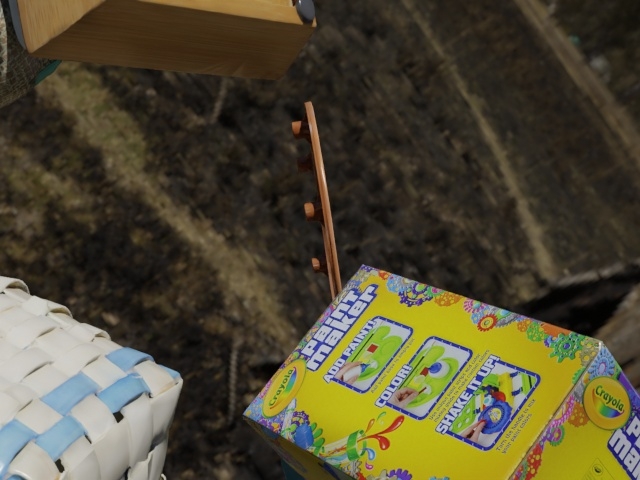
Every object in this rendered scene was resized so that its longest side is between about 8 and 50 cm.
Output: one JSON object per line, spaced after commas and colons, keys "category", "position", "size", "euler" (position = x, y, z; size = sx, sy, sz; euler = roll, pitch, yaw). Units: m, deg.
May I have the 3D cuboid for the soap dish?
{"category": "soap dish", "position": [-0.136, -0.265, 0.996], "size": [0.291, 0.118, 0.229], "euler": [-4, 80, -49]}

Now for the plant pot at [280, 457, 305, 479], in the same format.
{"category": "plant pot", "position": [0.088, 0.296, 1.489], "size": [0.166, 0.234, 0.165], "euler": [-78, 152, -79]}

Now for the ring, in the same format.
{"category": "ring", "position": [0.000, 0.000, 1.396], "size": [0.336, 0.032, 0.336], "euler": [-9, 90, -90]}

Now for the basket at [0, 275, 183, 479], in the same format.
{"category": "basket", "position": [-0.234, 0.103, 0.546], "size": [0.289, 0.201, 0.255], "euler": [22, 15, 11]}

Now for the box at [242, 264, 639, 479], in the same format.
{"category": "box", "position": [0.140, 0.200, 0.949], "size": [0.279, 0.177, 0.290], "euler": [17, -27, 52]}

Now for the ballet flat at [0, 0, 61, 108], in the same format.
{"category": "ballet flat", "position": [-0.425, -0.284, 1.014], "size": [0.483, 0.164, 0.182], "euler": [37, 31, 3]}
